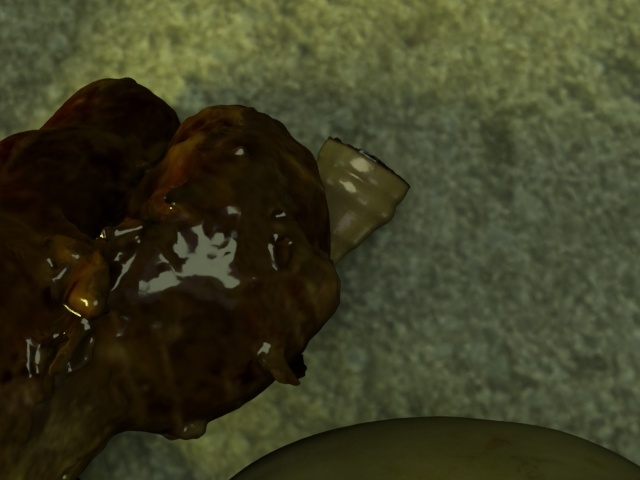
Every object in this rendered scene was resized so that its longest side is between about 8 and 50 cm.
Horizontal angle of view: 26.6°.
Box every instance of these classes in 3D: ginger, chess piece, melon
[{"bbox_3d":[-0.143,0.063,0.741,0.254,0.176,0.418,18,49,27],"label":"ginger"},{"bbox_3d":[0.000,0.000,0.872,0.066,0.066,0.122,31,86,6],"label":"chess piece"},{"bbox_3d":[0.066,0.210,0.754,0.317,0.223,0.223,-4,80,0],"label":"melon"}]

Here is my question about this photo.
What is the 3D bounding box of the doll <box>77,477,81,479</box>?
[{"bbox_3d":[-0.215,0.145,0.846,0.127,0.088,0.248,-36,71,16],"label":"doll"}]
